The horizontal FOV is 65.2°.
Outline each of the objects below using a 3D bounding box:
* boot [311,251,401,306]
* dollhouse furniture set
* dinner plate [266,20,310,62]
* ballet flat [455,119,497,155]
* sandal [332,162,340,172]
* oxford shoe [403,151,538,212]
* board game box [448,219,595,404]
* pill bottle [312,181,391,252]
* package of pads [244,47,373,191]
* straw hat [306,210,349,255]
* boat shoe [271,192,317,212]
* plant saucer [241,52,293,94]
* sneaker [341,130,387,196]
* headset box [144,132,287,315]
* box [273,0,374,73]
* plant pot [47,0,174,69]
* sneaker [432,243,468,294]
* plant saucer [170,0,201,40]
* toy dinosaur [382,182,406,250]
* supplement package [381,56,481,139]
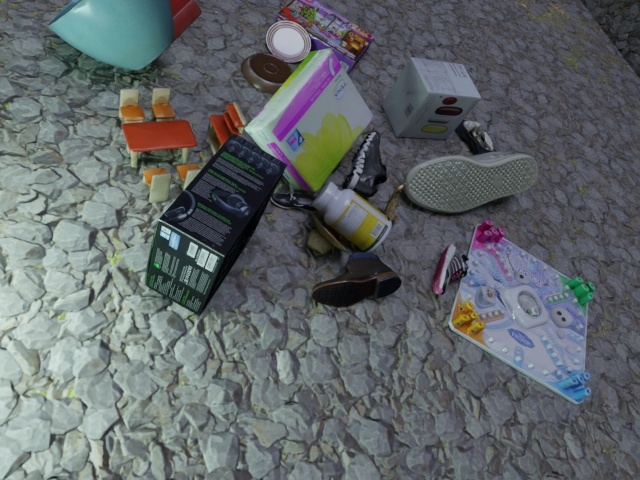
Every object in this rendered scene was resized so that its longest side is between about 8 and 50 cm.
[{"bbox_3d":[0.068,0.087,1.164,0.220,0.082,0.106,-5,38,-23],"label":"boot"},{"bbox_3d":[-0.316,-0.246,1.157,0.259,0.135,0.261,-12,64,-31],"label":"dollhouse furniture set"},{"bbox_3d":[-0.100,-0.620,1.568,0.141,0.017,0.141,2,80,-13],"label":"dinner plate"},{"bbox_3d":[0.515,-0.345,1.653,0.074,0.074,0.203,-14,65,-32],"label":"ballet flat"},{"bbox_3d":[-0.024,-0.279,1.359,0.219,0.060,0.090,48,68,-7],"label":"sandal"},{"bbox_3d":[0.430,-0.181,1.475,0.450,0.169,0.130,-11,22,-22],"label":"oxford shoe"},{"bbox_3d":[0.555,0.169,1.331,0.390,0.050,0.389,31,51,-2],"label":"board game box"},{"bbox_3d":[0.074,-0.060,1.215,0.184,0.103,0.103,36,50,-11],"label":"pill bottle"},{"bbox_3d":[-0.014,-0.291,1.241,0.296,0.101,0.229,-55,127,-20],"label":"package of pads"},{"bbox_3d":[0.000,0.000,1.179,0.061,0.144,0.144,-44,79,4],"label":"straw hat"},{"bbox_3d":[-0.060,-0.100,1.238,0.125,0.038,0.046,15,53,-16],"label":"boat shoe"},{"bbox_3d":[-0.149,-0.499,1.479,0.169,0.029,0.168,12,55,-18],"label":"plant saucer"},{"bbox_3d":[0.140,-0.205,1.383,0.106,0.078,0.234,28,54,-8],"label":"sneaker"},{"bbox_3d":[-0.203,-0.037,0.994,0.131,0.246,0.283,31,51,-3],"label":"headset box"},{"bbox_3d":[0.015,-0.696,1.669,0.293,0.057,0.200,31,50,-2],"label":"box"},{"bbox_3d":[-0.478,-0.539,1.227,0.195,0.291,0.290,49,40,-37],"label":"plant pot"},{"bbox_3d":[0.339,0.081,1.283,0.075,0.063,0.170,28,46,3],"label":"sneaker"},{"bbox_3d":[-0.504,-0.678,1.426,0.259,0.047,0.258,26,51,-6],"label":"plant saucer"},{"bbox_3d":[0.177,-0.066,1.300,0.053,0.183,0.093,18,8,14],"label":"toy dinosaur"},{"bbox_3d":[0.338,-0.432,1.550,0.203,0.194,0.149,-3,60,-26],"label":"supplement package"}]
